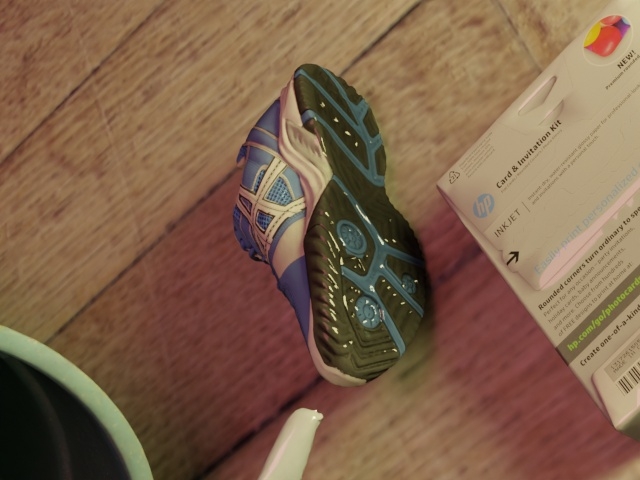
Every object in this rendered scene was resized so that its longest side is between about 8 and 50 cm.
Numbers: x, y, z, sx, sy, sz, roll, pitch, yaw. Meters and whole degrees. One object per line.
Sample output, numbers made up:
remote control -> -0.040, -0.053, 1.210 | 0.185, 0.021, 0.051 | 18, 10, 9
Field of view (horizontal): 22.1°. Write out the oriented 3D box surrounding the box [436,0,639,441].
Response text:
box -> 0.154, -0.016, 0.797 | 0.145, 0.038, 0.186 | -47, 47, 15

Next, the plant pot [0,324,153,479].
plant pot -> -0.319, 0.142, 0.973 | 0.334, 0.341, 0.341 | 32, 94, 54

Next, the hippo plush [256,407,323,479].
hippo plush -> -0.065, 0.280, 0.770 | 0.236, 0.294, 0.234 | 45, 132, 20

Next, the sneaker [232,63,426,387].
sneaker -> 0.000, 0.000, 0.912 | 0.081, 0.080, 0.211 | -40, 39, 30
